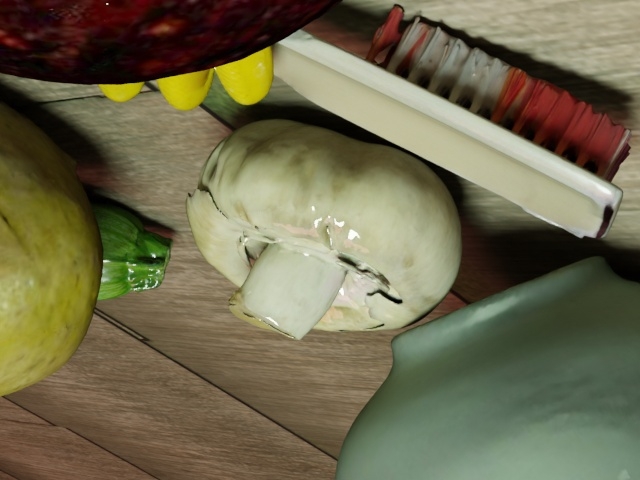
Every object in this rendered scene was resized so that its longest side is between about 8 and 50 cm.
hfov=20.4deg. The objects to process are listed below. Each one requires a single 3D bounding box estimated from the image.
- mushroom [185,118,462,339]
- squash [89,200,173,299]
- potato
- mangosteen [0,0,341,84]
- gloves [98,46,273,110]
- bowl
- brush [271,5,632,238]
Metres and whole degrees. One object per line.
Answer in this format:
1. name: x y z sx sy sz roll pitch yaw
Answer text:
1. mushroom: 0.000 0.000 0.969 0.154 0.122 0.154 23 156 11
2. squash: -0.207 -0.005 1.259 0.219 0.077 0.068 14 119 19
3. potato: -0.316 -0.008 1.151 0.296 0.290 0.397 0 -168 -25
4. mangosteen: -0.056 -0.172 0.462 0.228 0.228 0.265 23 121 -2
5. gloves: -0.101 -0.114 0.740 0.133 0.116 0.294 31 170 14
6. bowl: 0.123 0.098 0.987 0.289 0.146 0.289 -23 173 -3
7. brush: -0.001 -0.095 0.834 0.321 0.050 0.060 26 165 12
